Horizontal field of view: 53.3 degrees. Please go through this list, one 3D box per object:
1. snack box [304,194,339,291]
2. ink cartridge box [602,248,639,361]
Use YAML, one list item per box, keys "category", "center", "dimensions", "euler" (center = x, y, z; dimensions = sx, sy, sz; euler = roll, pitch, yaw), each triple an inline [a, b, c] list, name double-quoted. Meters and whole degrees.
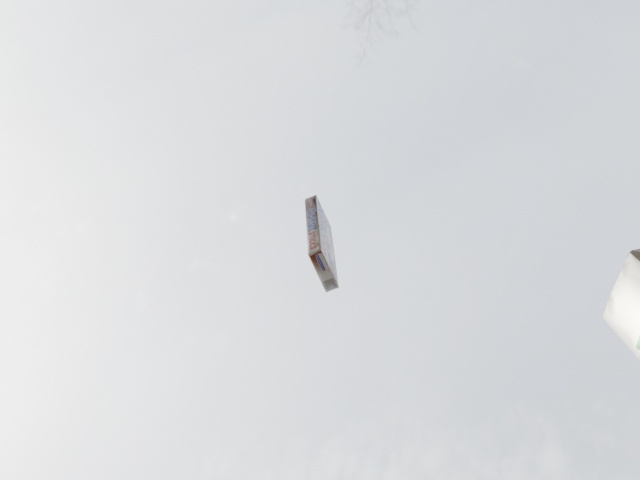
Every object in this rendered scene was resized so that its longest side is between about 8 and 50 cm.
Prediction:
- category: "snack box"
  center: [0.000, 0.000, 0.907]
  dimensions: [0.022, 0.064, 0.178]
  euler: [-22, -153, 8]
- category: "ink cartridge box"
  center: [0.401, 0.103, 0.605]
  dimensions: [0.160, 0.092, 0.219]
  euler: [8, -155, -8]
